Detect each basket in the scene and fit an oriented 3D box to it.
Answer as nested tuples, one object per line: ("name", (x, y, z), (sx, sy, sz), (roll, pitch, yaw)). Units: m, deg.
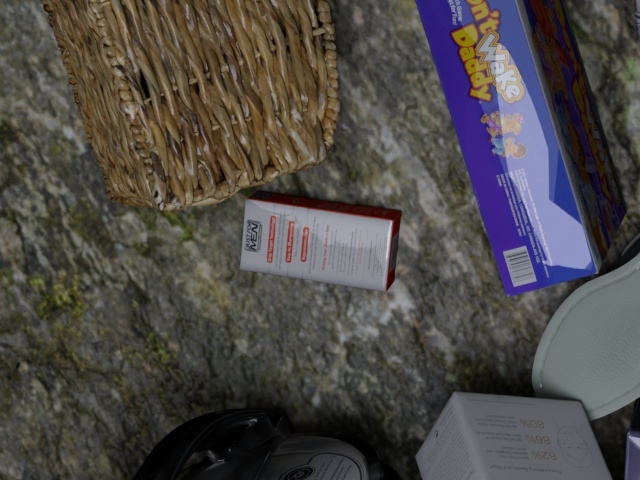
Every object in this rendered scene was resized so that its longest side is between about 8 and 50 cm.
("basket", (-0.118, -0.193, 1.677), (0.213, 0.223, 0.299), (-20, 99, -15))

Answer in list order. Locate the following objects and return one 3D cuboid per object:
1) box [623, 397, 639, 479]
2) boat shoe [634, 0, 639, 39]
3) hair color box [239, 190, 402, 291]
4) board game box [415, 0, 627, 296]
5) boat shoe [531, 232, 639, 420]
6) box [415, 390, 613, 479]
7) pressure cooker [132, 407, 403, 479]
("box", (0.409, 0.290, 1.610), (0.294, 0.183, 0.296), (4, 104, 15))
("boat shoe", (0.387, -0.216, 1.537), (0.258, 0.095, 0.084), (-5, 106, 15))
("hair color box", (0.000, 0.000, 1.717), (0.141, 0.043, 0.072), (9, 105, 11))
("board game box", (0.158, -0.153, 1.539), (0.078, 0.233, 0.347), (-15, 99, 18))
("boat shoe", (0.306, 0.042, 1.621), (0.302, 0.091, 0.114), (-47, 73, 24))
("box", (0.173, 0.223, 1.567), (0.130, 0.170, 0.091), (7, 133, -23))
("pressure cooker", (-0.053, 0.365, 1.619), (0.375, 0.370, 0.420), (-30, 107, -18))
